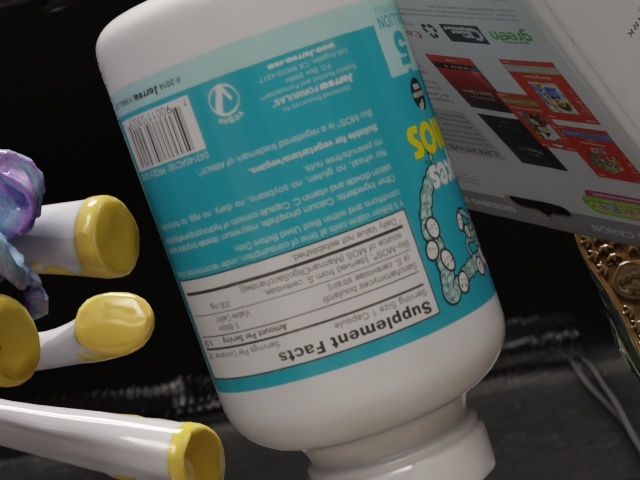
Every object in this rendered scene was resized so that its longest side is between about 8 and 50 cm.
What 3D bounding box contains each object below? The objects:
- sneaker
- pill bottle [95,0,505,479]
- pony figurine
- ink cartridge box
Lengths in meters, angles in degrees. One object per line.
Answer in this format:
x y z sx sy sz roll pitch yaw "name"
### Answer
0.231 0.035 1.033 0.064 0.086 0.192 -18 -116 1 "sneaker"
0.000 0.000 0.677 0.146 0.146 0.264 -19 -85 6 "pill bottle"
-0.272 0.044 0.702 0.364 0.351 0.302 -3 -116 23 "pony figurine"
0.121 -0.132 0.913 0.272 0.309 0.130 45 -107 -34 "ink cartridge box"
